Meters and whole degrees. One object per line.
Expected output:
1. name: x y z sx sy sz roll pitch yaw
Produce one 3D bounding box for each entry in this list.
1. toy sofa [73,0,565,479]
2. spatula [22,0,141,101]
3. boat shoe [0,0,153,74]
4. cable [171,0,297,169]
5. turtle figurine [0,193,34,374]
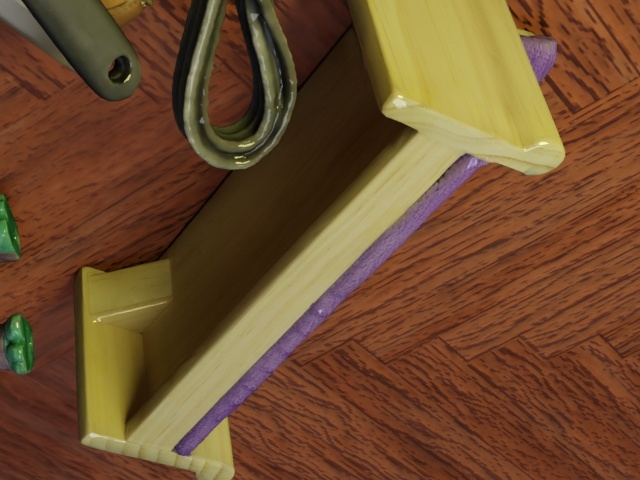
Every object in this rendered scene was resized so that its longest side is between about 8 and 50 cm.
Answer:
1. toy sofa: 0.000 0.000 0.871 0.177 0.150 0.362 20 130 -31
2. spatula: -0.162 -0.165 0.574 0.084 0.030 0.296 -50 127 -18
3. boat shoe: -0.189 -0.201 0.635 0.104 0.111 0.307 -49 137 4
4. cable: -0.030 -0.160 0.679 0.139 0.072 0.287 1 118 -37
5. turtle figurine: -0.308 0.047 0.880 0.234 0.118 0.175 -10 99 -6
